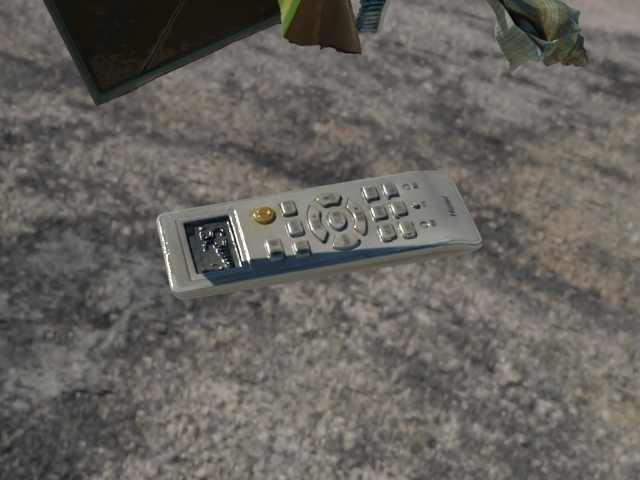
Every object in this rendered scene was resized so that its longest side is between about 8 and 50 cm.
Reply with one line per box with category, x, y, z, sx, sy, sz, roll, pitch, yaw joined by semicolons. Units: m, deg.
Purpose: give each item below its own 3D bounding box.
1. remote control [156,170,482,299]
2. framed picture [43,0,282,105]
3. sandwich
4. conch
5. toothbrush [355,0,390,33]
remote control;0.000;0.000;1.132;0.312;0.055;0.109;-9;48;-11
framed picture;-0.131;-0.254;1.033;0.250;0.184;0.016;-26;23;-3
sandwich;0.018;-0.225;0.958;0.074;0.116;0.074;8;48;-21
conch;0.319;-0.311;1.738;0.233;0.114;0.137;4;58;-26
toothbrush;0.076;-0.324;0.986;0.030;0.304;0.030;11;27;-6
